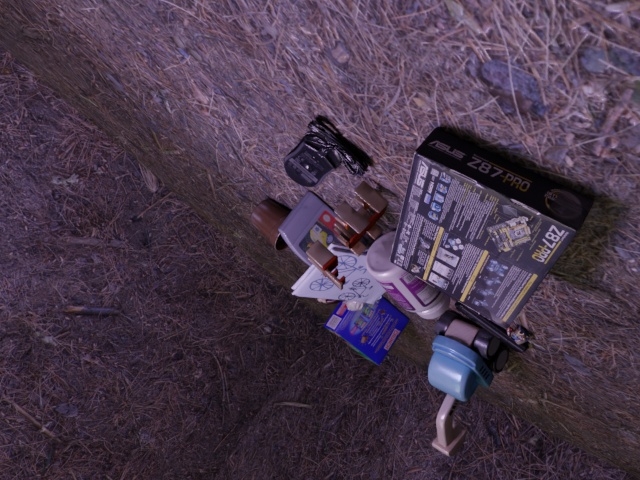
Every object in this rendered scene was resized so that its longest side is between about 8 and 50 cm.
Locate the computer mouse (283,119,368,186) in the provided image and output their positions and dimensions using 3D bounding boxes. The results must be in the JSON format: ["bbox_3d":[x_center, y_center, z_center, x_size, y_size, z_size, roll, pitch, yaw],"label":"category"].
[{"bbox_3d":[0.000,-0.219,1.395,0.188,0.072,0.272,41,153,-16],"label":"computer mouse"}]

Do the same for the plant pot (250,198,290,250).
[{"bbox_3d":[-0.182,-0.071,2.135,0.165,0.167,0.167,37,168,21],"label":"plant pot"}]

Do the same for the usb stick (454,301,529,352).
[{"bbox_3d":[0.578,0.288,1.800,0.278,0.045,0.077,35,173,-3],"label":"usb stick"}]

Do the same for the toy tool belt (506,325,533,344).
[{"bbox_3d":[0.636,0.294,1.696,0.083,0.052,0.051,38,135,-26],"label":"toy tool belt"}]

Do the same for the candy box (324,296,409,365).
[{"bbox_3d":[0.219,0.386,2.489,0.317,0.268,0.122,41,168,-25],"label":"candy box"}]

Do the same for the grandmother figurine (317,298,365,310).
[{"bbox_3d":[0.077,0.215,2.390,0.342,0.208,0.104,31,156,45],"label":"grandmother figurine"}]

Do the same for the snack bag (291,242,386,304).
[{"bbox_3d":[0.116,0.119,1.793,0.342,0.037,0.323,9,144,-24],"label":"snack bag"}]

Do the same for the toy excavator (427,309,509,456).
[{"bbox_3d":[0.507,0.551,2.006,0.222,0.445,0.433,23,162,42],"label":"toy excavator"}]

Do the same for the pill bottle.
[{"bbox_3d":[0.282,0.117,1.644,0.169,0.169,0.301,18,158,49],"label":"pill bottle"}]

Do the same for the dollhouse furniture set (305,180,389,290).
[{"bbox_3d":[0.095,-0.003,1.489,0.135,0.259,0.262,42,170,13],"label":"dollhouse furniture set"}]

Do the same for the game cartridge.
[{"bbox_3d":[0.007,-0.002,1.821,0.294,0.196,0.060,40,174,-23],"label":"game cartridge"}]

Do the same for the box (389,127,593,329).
[{"bbox_3d":[0.319,-0.008,1.109,0.318,0.097,0.395,32,151,19],"label":"box"}]
